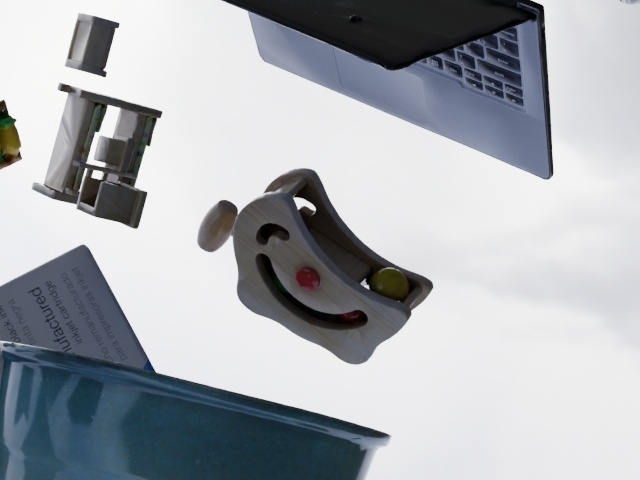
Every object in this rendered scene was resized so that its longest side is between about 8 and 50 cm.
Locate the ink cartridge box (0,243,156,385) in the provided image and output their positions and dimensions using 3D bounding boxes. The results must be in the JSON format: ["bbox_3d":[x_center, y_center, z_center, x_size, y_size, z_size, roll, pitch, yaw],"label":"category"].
[{"bbox_3d":[-0.344,0.225,1.674,0.285,0.395,0.166,61,167,6],"label":"ink cartridge box"}]

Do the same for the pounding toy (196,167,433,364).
[{"bbox_3d":[0.000,0.000,1.829,0.269,0.154,0.155,28,-144,12],"label":"pounding toy"}]

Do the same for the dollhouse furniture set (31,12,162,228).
[{"bbox_3d":[-0.180,-0.112,1.621,0.101,0.182,0.161,13,-175,-34],"label":"dollhouse furniture set"}]

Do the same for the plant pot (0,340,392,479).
[{"bbox_3d":[-0.143,0.283,1.393,0.341,0.341,0.334,23,-103,-46],"label":"plant pot"}]

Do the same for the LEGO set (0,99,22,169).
[{"bbox_3d":[-0.240,-0.046,0.792,0.287,0.107,0.132,8,-122,-43],"label":"LEGO set"}]

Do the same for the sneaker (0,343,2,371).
[{"bbox_3d":[-0.276,0.061,1.156,0.169,0.108,0.292,61,180,-22],"label":"sneaker"}]

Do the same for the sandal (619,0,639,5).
[{"bbox_3d":[0.315,-0.337,1.485,0.446,0.107,0.167,82,166,-84],"label":"sandal"}]

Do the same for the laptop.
[{"bbox_3d":[-0.001,-0.177,1.643,0.236,0.382,0.408,-52,-28,-24],"label":"laptop"}]
